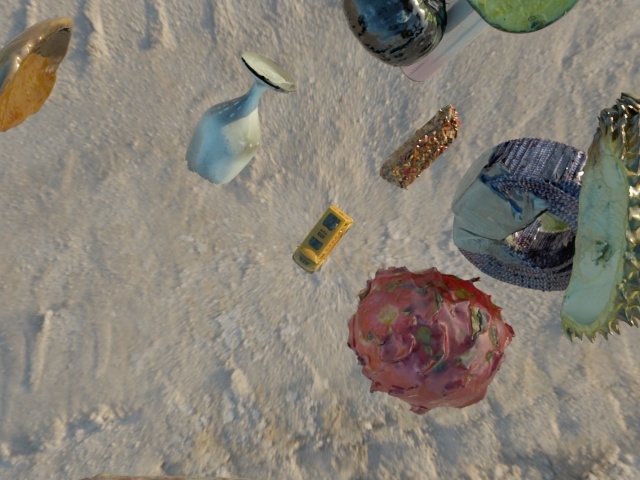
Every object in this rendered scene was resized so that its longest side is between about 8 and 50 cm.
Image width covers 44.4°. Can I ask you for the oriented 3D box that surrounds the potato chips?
[{"bbox_3d":[-0.330,-0.188,0.866,0.049,0.202,0.150,28,113,-14],"label":"potato chips"}]

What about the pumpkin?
[{"bbox_3d":[0.140,-0.450,1.507,0.163,0.233,0.233,-22,89,35],"label":"pumpkin"}]

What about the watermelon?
[{"bbox_3d":[0.332,-0.438,1.230,0.204,0.127,0.232,31,107,17],"label":"watermelon"}]

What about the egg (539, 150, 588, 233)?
[{"bbox_3d":[0.630,-0.087,1.835,0.238,0.238,0.289,-25,128,0],"label":"egg"}]

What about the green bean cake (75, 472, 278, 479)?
[{"bbox_3d":[-0.089,0.240,0.591,0.198,0.233,0.097,7,64,-9],"label":"green bean cake"}]

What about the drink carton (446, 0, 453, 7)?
[{"bbox_3d":[0.264,-0.542,1.768,0.134,0.222,0.102,-46,127,-29],"label":"drink carton"}]

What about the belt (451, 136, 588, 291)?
[{"bbox_3d":[0.343,-0.034,1.251,0.260,0.325,0.122,31,66,-1],"label":"belt"}]

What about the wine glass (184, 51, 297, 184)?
[{"bbox_3d":[-0.154,-0.222,1.452,0.126,0.126,0.241,39,117,1],"label":"wine glass"}]

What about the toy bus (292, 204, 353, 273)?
[{"bbox_3d":[0.000,0.000,1.791,0.069,0.074,0.162,38,99,8],"label":"toy bus"}]

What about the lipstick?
[{"bbox_3d":[0.279,-0.437,1.590,0.087,0.327,0.087,10,67,-25],"label":"lipstick"}]

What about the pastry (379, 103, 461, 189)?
[{"bbox_3d":[0.176,-0.154,1.329,0.169,0.087,0.063,-42,105,10],"label":"pastry"}]

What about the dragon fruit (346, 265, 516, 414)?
[{"bbox_3d":[0.164,0.140,1.102,0.268,0.205,0.210,7,96,-37],"label":"dragon fruit"}]

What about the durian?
[{"bbox_3d":[0.282,-0.013,0.717,0.144,0.139,0.252,-13,107,-37],"label":"durian"}]

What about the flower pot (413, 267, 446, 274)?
[{"bbox_3d":[0.258,0.152,1.816,0.212,0.202,0.212,-1,107,-2],"label":"flower pot"}]
